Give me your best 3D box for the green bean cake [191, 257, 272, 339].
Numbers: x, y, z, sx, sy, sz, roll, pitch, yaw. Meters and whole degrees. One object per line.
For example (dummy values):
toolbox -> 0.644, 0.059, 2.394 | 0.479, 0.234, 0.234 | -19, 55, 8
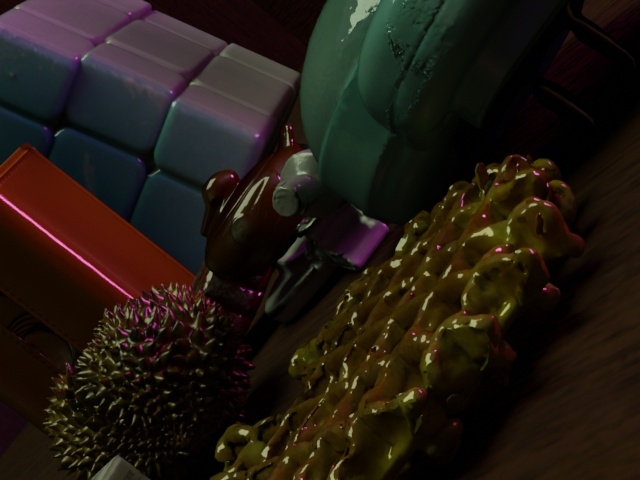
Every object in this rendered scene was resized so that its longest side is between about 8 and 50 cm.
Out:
green bean cake -> -0.088, 0.061, 1.165 | 0.136, 0.056, 0.135 | -162, 94, -84

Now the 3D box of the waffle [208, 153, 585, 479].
waffle -> 0.029, 0.058, 0.613 | 0.231, 0.051, 0.228 | -48, 8, 14

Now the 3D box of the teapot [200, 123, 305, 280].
teapot -> -0.051, -0.031, 1.059 | 0.129, 0.078, 0.098 | -56, 1, 0

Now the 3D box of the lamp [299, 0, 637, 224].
lamp -> 0.075, -0.111, 0.775 | 0.209, 0.147, 0.284 | -56, 8, -3

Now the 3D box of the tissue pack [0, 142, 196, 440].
tissue pack -> -0.260, 0.074, 1.365 | 0.194, 0.274, 0.145 | -49, 8, 21

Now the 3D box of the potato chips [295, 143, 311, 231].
potato chips -> -0.054, -0.029, 1.479 | 0.167, 0.059, 0.228 | -59, 9, -10

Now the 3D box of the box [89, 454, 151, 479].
box -> -0.161, 0.236, 0.780 | 0.139, 0.073, 0.194 | -45, 10, 37

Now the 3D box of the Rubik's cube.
Rubik's cube -> -0.235, -0.084, 1.571 | 0.319, 0.316, 0.321 | -70, 6, -69

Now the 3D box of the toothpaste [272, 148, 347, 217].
toothpaste -> 0.037, -0.065, 0.973 | 0.078, 0.046, 0.248 | -25, 5, 36

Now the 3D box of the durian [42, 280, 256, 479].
durian -> -0.114, 0.108, 0.939 | 0.158, 0.137, 0.168 | -70, 21, 3

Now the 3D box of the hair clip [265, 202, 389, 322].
hair clip -> 0.000, 0.000, 1.071 | 0.140, 0.054, 0.220 | -57, 6, -12
